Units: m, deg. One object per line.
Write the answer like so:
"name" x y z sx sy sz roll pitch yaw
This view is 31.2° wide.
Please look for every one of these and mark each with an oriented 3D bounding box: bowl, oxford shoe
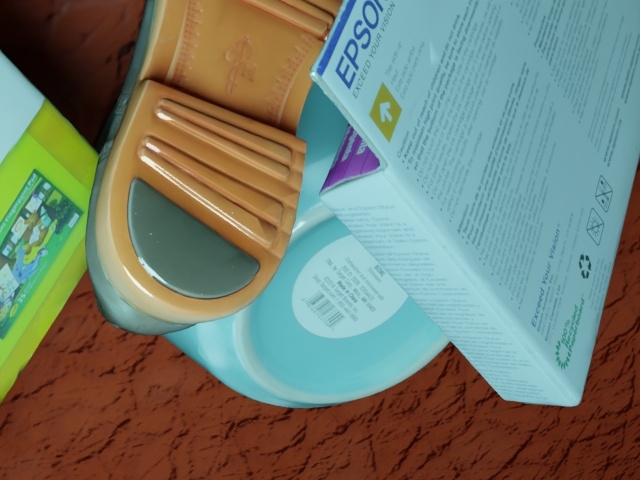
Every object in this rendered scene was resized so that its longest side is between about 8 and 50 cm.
"bowl" 0.000 0.000 0.824 0.311 0.163 0.311 -12 129 -16
"oxford shoe" -0.058 -0.117 0.671 0.130 0.133 0.363 28 66 -18

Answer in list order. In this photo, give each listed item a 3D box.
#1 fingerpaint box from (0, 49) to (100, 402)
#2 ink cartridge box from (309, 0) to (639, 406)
"fingerpaint box" -0.327 0.059 0.524 0.445 0.163 0.371 -60 159 -11
"ink cartridge box" 0.110 -0.114 0.723 0.330 0.071 0.324 47 53 -38
